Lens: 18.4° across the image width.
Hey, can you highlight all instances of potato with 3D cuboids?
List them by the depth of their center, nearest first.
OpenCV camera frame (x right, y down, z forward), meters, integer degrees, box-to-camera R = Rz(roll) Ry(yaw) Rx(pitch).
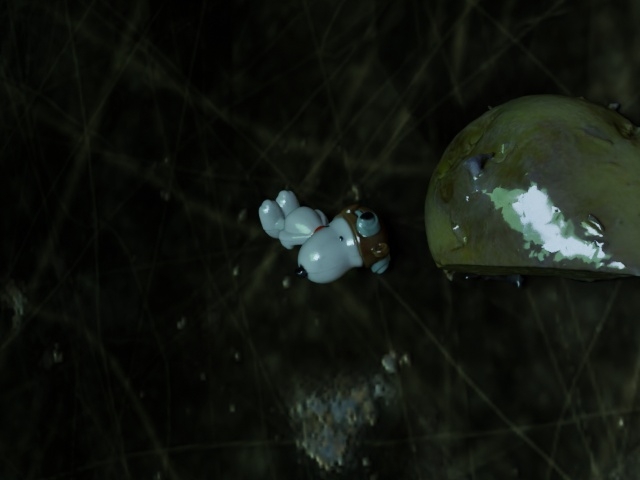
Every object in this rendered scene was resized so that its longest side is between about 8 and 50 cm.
[{"bbox_3d":[0.118,-0.026,0.977,0.172,0.089,0.100,5,86,41],"label":"potato"}]

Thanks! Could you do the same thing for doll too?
[{"bbox_3d":[0.004,-0.003,1.103,0.085,0.058,0.040,-127,19,-61],"label":"doll"}]
